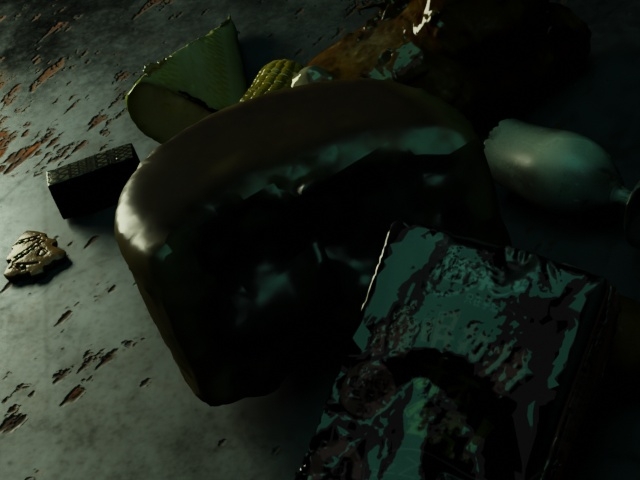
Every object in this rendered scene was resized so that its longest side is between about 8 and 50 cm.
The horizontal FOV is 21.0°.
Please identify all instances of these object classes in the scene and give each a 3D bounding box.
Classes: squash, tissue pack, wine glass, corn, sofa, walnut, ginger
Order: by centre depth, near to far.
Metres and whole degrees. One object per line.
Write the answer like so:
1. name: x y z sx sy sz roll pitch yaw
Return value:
1. tissue pack: 0.131 0.162 1.666 0.245 0.123 0.332 17 75 17
2. walnut: 0.255 0.099 1.775 0.207 0.116 0.116 8 48 28
3. wine glass: 0.291 -0.070 1.954 0.222 0.103 0.103 27 58 39
4. ginger: 0.121 -0.235 2.097 0.418 0.254 0.176 -27 39 -1
5. sofa: -0.284 -0.075 2.201 0.118 0.060 0.039 -19 35 1
6. corn: -0.061 -0.174 2.204 0.085 0.063 0.165 30 38 4
7. squash: -0.192 -0.229 2.294 0.093 0.169 0.252 -52 31 31

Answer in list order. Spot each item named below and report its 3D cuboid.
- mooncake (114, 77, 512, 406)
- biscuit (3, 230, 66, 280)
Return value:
1. mooncake: 0.000 0.000 1.873 0.394 0.246 0.393 3 40 23
2. biscuit: -0.360 0.015 2.165 0.082 0.016 0.092 -20 43 0
